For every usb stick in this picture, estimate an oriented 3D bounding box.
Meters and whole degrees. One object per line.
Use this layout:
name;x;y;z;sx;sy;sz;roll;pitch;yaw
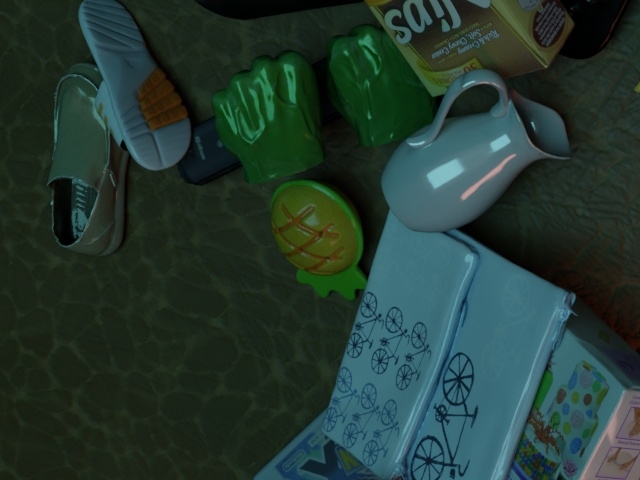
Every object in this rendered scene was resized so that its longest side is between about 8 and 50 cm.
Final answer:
usb stick;-0.073;-0.151;2.127;0.278;0.045;0.077;-24;90;29

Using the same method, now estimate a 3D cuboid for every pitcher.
pitcher;0.160;-0.107;1.931;0.207;0.125;0.178;-30;130;26

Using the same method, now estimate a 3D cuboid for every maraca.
maraca;0.000;0.000;2.098;0.127;0.099;0.186;7;130;32

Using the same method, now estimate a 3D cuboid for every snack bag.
snack bag;0.140;0.152;1.977;0.342;0.037;0.323;33;108;52

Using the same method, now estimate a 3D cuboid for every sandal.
sandal;-0.253;-0.198;2.185;0.076;0.102;0.265;-48;59;50

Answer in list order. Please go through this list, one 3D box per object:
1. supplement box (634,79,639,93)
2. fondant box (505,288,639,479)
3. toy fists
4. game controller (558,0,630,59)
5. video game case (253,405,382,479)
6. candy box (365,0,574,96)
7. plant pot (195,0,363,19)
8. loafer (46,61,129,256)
supplement box;0.407;-0.173;1.879;0.083;0.043;0.055;35;113;16
fondant box;0.250;0.248;1.918;0.238;0.096;0.330;49;123;51
toy fists;0.007;-0.177;1.999;0.279;0.096;0.142;-17;109;-4
game controller;0.219;-0.344;1.924;0.319;0.067;0.166;34;114;17
video game case;0.109;0.327;2.146;0.300;0.036;0.329;49;117;9
candy box;0.124;-0.320;1.866;0.183;0.087;0.316;-10;125;47
plant pot;-0.072;-0.367;2.011;0.187;0.167;0.188;-4;98;27
loafer;-0.316;-0.104;2.234;0.102;0.092;0.269;3;102;26
